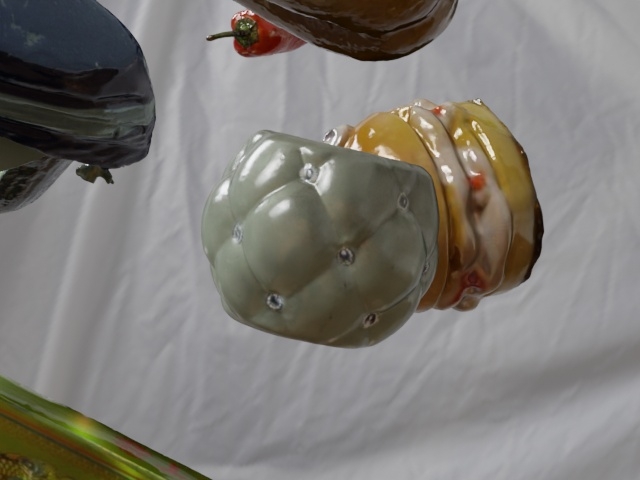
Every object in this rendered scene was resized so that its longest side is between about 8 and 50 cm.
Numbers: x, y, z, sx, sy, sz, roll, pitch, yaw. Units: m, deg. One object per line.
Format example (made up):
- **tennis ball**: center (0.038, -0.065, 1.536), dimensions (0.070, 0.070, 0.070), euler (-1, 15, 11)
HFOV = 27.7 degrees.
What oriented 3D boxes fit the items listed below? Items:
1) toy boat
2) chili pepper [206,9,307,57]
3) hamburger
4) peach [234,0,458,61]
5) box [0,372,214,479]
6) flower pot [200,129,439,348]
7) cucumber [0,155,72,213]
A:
- **toy boat**: center (-0.224, -0.057, 0.688), dimensions (0.220, 0.291, 0.067), euler (19, 59, -40)
- **chili pepper**: center (-0.043, -0.265, 1.606), dimensions (0.071, 0.063, 0.272), euler (3, 18, 40)
- **hamburger**: center (0.105, -0.035, 1.564), dimensions (0.276, 0.236, 0.276), euler (167, -90, -69)
- **peach**: center (-0.005, -0.232, 0.994), dimensions (0.251, 0.153, 0.251), euler (14, -4, 1)
- **box**: center (-0.187, 0.247, 0.758), dimensions (0.173, 0.311, 0.043), euler (28, 11, -4)
- **flower pot**: center (0.000, 0.000, 1.317), dimensions (0.246, 0.195, 0.246), euler (14, 2, -1)
- **cucumber**: center (-0.294, -0.090, 1.347), dimensions (0.063, 0.115, 0.244), euler (29, -32, -21)
